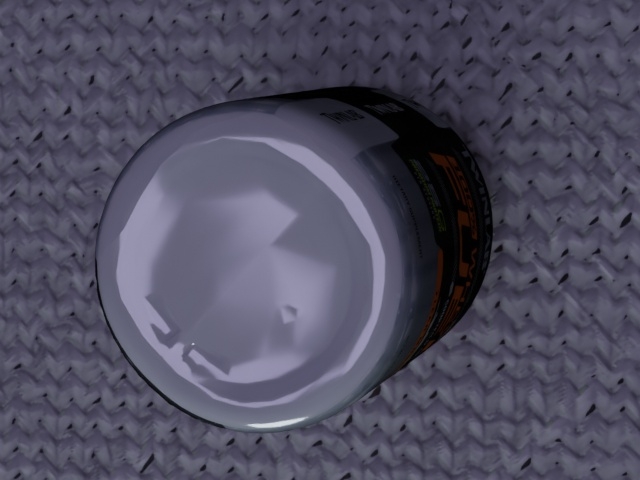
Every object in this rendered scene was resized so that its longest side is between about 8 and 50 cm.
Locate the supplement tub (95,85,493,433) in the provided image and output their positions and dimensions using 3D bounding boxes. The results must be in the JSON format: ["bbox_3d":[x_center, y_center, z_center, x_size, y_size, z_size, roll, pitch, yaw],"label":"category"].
[{"bbox_3d":[0.000,0.000,1.192,0.193,0.316,0.194,2,98,16],"label":"supplement tub"}]
